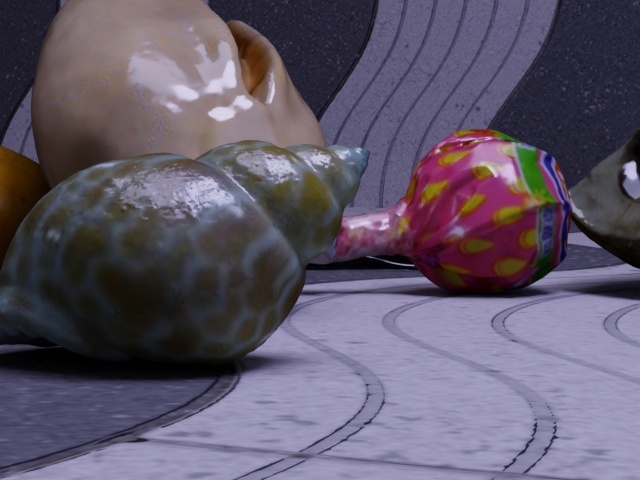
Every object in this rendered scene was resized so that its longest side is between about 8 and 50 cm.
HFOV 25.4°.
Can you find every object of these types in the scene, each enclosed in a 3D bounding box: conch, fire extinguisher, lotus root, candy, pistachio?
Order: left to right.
[{"bbox_3d":[-0.075,0.008,0.649,0.173,0.106,0.116,-13,-23,29],"label":"conch"},{"bbox_3d":[-0.100,-0.064,0.920,0.187,0.187,0.299,0,24,-18],"label":"pistachio"},{"bbox_3d":[0.000,0.000,1.016,0.365,0.124,0.124,-8,4,-6],"label":"candy"},{"bbox_3d":[0.049,0.006,1.257,0.157,0.045,0.078,1,31,-11],"label":"fire extinguisher"},{"bbox_3d":[0.325,-0.021,1.094,0.314,0.142,0.210,5,37,-44],"label":"lotus root"}]

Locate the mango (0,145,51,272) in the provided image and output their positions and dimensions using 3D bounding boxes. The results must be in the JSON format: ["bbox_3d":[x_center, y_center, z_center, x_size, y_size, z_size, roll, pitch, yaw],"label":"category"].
[{"bbox_3d":[-0.272,-0.021,0.908,0.252,0.126,0.154,7,-12,-34],"label":"mango"}]
